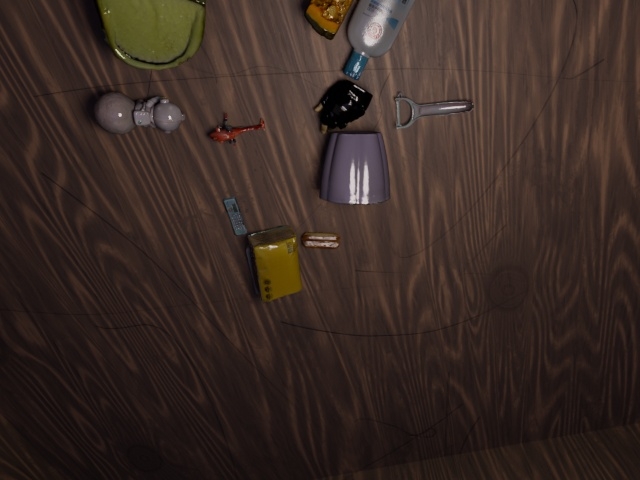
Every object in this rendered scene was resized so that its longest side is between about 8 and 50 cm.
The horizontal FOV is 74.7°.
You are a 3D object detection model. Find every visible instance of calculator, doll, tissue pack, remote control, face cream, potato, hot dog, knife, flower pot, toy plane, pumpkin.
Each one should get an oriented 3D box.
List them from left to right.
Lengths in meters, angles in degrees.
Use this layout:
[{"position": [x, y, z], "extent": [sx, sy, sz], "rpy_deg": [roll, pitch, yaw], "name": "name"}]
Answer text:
[{"position": [-0.620, -0.437, 1.456], "extent": [0.287, 0.151, 0.151], "rpy_deg": [2, 120, -6], "name": "doll"}, {"position": [-0.523, -0.699, 1.293], "extent": [0.330, 0.213, 0.280], "rpy_deg": [12, 137, -19], "name": "potato"}, {"position": [-0.351, -0.097, 1.726], "extent": [0.057, 0.018, 0.172], "rpy_deg": [-11, 118, 3], "name": "calculator"}, {"position": [-0.302, -0.390, 1.530], "extent": [0.194, 0.077, 0.126], "rpy_deg": [5, 129, -15], "name": "toy plane"}, {"position": [-0.257, 0.129, 1.846], "extent": [0.103, 0.034, 0.250], "rpy_deg": [-7, 119, 2], "name": "remote control"}, {"position": [-0.185, 0.097, 1.745], "extent": [0.192, 0.134, 0.271], "rpy_deg": [-15, 121, -17], "name": "tissue pack"}, {"position": [0.000, 0.000, 1.772], "extent": [0.165, 0.045, 0.071], "rpy_deg": [4, 121, -3], "name": "hot dog"}, {"position": [0.040, -0.760, 1.304], "extent": [0.131, 0.126, 0.248], "rpy_deg": [30, 96, -9], "name": "pumpkin"}, {"position": [0.131, -0.269, 1.515], "extent": [0.265, 0.265, 0.243], "rpy_deg": [2, 110, -2], "name": "flower pot"}, {"position": [0.174, -0.691, 1.358], "extent": [0.163, 0.080, 0.337], "rpy_deg": [23, 116, -14], "name": "face cream"}, {"position": [0.404, -0.478, 1.503], "extent": [0.278, 0.053, 0.123], "rpy_deg": [-6, 115, 1], "name": "knife"}]

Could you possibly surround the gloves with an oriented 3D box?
[{"position": [0.069, -0.458, 1.479], "extent": [0.164, 0.124, 0.203], "rpy_deg": [32, 108, 2], "name": "gloves"}]
